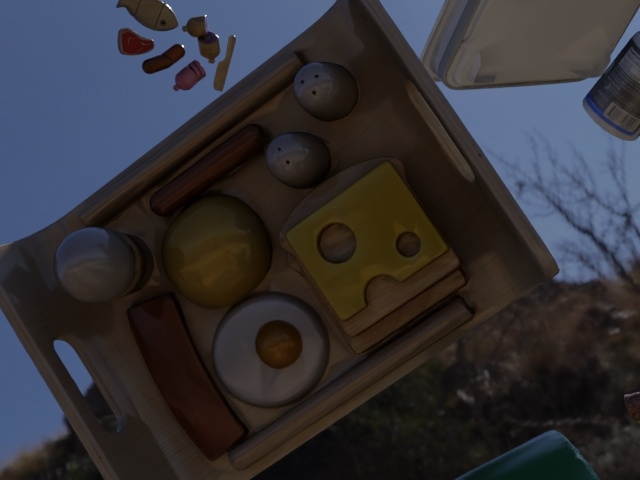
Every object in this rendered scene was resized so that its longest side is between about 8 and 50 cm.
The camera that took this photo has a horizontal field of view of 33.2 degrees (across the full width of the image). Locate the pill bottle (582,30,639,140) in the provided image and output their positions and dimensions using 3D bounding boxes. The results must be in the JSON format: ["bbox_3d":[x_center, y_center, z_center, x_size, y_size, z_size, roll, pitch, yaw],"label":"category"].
[{"bbox_3d":[0.366,-0.186,1.209,0.078,0.078,0.137,7,-50,-38],"label":"pill bottle"}]

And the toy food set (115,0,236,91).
[{"bbox_3d":[-0.137,-0.181,1.010,0.122,0.077,0.019,12,6,-29],"label":"toy food set"}]

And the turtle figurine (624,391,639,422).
[{"bbox_3d":[0.531,0.227,1.420,0.217,0.269,0.087,-27,-5,17],"label":"turtle figurine"}]

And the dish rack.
[{"bbox_3d":[0.313,-0.309,1.425,0.333,0.072,0.285,-8,-39,-32],"label":"dish rack"}]

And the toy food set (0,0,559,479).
[{"bbox_3d":[-0.041,0.013,0.658,0.306,0.219,0.092,-35,-8,13],"label":"toy food set"}]

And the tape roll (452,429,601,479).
[{"bbox_3d":[0.168,0.258,0.557,0.077,0.321,0.321,-28,-28,2],"label":"tape roll"}]
